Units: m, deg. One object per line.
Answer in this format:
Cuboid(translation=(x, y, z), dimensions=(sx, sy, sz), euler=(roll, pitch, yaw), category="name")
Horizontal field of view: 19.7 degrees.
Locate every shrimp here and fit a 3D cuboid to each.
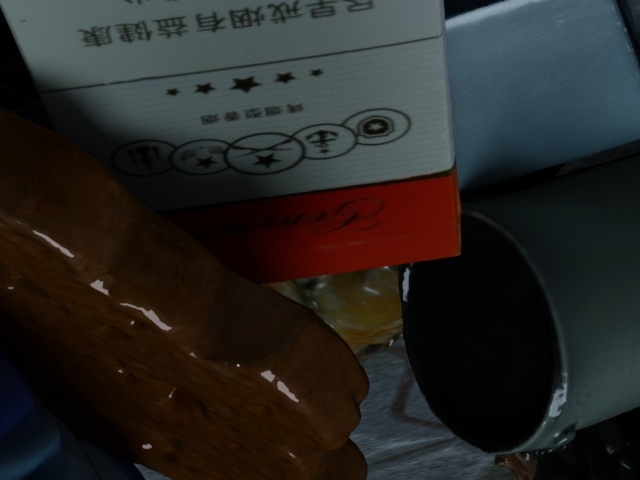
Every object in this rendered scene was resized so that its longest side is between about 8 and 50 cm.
Cuboid(translation=(0.000, 0.000, 0.872), dimensions=(0.164, 0.062, 0.317), euler=(5, 155, -29), category="shrimp")

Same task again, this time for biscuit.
Cuboid(translation=(-0.123, 0.026, 0.709), dimensions=(0.306, 0.043, 0.284), euler=(7, 153, 31), category="biscuit")

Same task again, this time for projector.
Cuboid(translation=(0.196, -0.001, 0.825), dimensions=(0.338, 0.108, 0.108), euler=(-16, 167, -32), category="projector")

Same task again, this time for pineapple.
Cuboid(translation=(0.141, 0.079, 1.047), dimensions=(0.141, 0.170, 0.310), euler=(-18, 170, 11), category="pineapple")

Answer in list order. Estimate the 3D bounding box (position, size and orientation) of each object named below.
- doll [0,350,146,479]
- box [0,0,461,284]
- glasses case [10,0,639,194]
Cuboid(translation=(-0.189, 0.132, 0.689), dimensions=(0.366, 0.187, 0.376), euler=(23, 147, -8), category="doll")
Cuboid(translation=(-0.024, -0.053, 0.620), dimensions=(0.139, 0.035, 0.245), euler=(-9, 152, 3), category="box")
Cuboid(translation=(-0.009, -0.052, 0.727), dimensions=(0.266, 0.056, 0.105), euler=(-18, 138, 13), category="glasses case")
